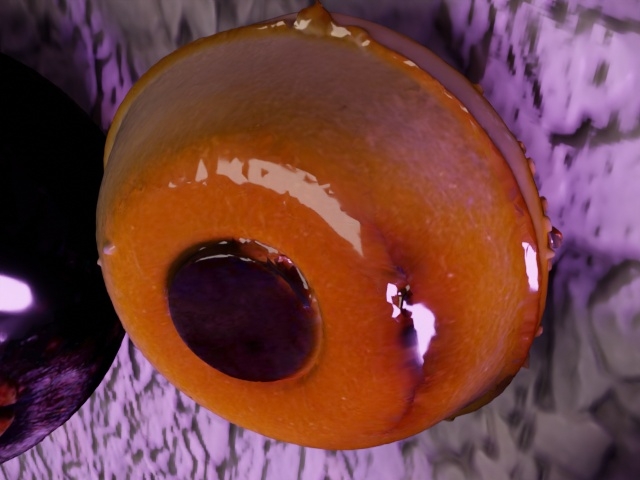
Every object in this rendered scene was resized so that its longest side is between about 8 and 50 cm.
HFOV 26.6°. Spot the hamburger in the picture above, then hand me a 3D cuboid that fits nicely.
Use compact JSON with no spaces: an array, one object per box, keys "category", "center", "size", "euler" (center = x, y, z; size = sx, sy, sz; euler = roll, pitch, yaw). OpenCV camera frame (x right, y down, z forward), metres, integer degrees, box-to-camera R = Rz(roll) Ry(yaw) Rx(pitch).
[{"category":"hamburger","center":[0.001,-0.003,0.640],"size":[0.237,0.147,0.236],"euler":[16,129,20]}]

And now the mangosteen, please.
[{"category":"mangosteen","center":[-0.244,-0.013,0.800],"size":[0.275,0.275,0.302],"euler":[110,148,-41]}]
